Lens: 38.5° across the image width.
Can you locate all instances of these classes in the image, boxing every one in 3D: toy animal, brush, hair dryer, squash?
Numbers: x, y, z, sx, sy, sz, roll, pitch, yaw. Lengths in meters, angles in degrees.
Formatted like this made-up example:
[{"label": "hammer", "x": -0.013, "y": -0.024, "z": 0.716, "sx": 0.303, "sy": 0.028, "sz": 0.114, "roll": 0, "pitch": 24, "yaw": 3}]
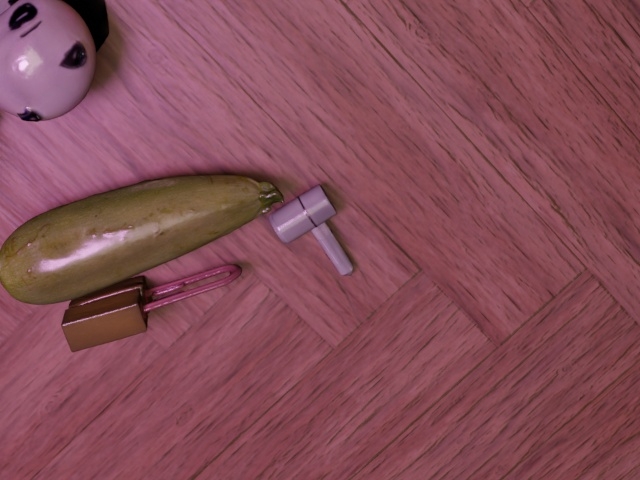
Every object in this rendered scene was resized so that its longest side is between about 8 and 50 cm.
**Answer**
[{"label": "toy animal", "x": -0.326, "y": -0.226, "z": 1.061, "sx": 0.138, "sy": 0.179, "sz": 0.166, "roll": 32, "pitch": 109, "yaw": -27}, {"label": "brush", "x": -0.213, "y": 0.076, "z": 1.193, "sx": 0.233, "sy": 0.103, "sz": 0.047, "roll": -16, "pitch": 110, "yaw": -1}, {"label": "hair dryer", "x": 0.000, "y": 0.000, "z": 1.222, "sx": 0.082, "sy": 0.047, "sz": 0.137, "roll": -32, "pitch": 114, "yaw": 6}, {"label": "squash", "x": -0.230, "y": -0.018, "z": 1.158, "sx": 0.370, "sy": 0.118, "sz": 0.118, "roll": -20, "pitch": 107, "yaw": -1}]
